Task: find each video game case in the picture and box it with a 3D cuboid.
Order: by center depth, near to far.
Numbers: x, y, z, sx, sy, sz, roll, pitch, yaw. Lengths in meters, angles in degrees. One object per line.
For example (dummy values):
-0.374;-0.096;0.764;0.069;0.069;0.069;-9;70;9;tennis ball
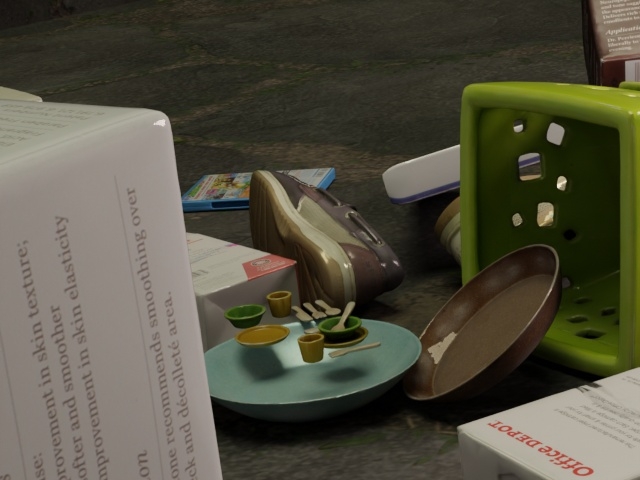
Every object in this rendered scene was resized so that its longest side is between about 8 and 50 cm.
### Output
-0.076;-0.060;2.155;0.166;0.015;0.119;-2;18;15;video game case

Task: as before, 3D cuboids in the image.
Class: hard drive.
0.184;-0.089;1.899;0.210;0.040;0.319;-17;1;8;hard drive

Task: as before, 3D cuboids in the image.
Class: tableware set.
-0.021;0.071;1.543;0.104;0.024;0.154;-13;18;-17;tableware set

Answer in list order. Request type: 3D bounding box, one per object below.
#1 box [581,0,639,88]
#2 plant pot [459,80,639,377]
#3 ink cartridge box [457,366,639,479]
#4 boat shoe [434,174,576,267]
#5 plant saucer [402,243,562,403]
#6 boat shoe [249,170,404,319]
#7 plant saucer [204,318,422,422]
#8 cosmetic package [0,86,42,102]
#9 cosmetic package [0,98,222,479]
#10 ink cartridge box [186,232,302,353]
0.396;-0.223;2.099;0.169;0.167;0.203;-6;47;6;box
0.267;-0.025;1.543;0.207;0.228;0.227;-10;15;-30;plant pot
0.214;0.152;1.192;0.203;0.085;0.148;-16;18;-24;ink cartridge box
0.259;-0.021;1.759;0.302;0.109;0.098;-15;58;-26;boat shoe
0.137;0.074;1.465;0.168;0.029;0.168;-41;16;14;plant saucer
0.000;0.000;1.784;0.092;0.102;0.285;-7;19;-17;boat shoe
-0.010;0.114;1.502;0.195;0.037;0.195;-6;17;2;plant saucer
-0.471;-0.066;2.091;0.309;0.160;0.113;-19;21;-32;cosmetic package
-0.316;0.108;1.139;0.327;0.329;0.394;8;21;38;cosmetic package
-0.124;0.048;1.722;0.115;0.067;0.198;-19;22;-36;ink cartridge box
